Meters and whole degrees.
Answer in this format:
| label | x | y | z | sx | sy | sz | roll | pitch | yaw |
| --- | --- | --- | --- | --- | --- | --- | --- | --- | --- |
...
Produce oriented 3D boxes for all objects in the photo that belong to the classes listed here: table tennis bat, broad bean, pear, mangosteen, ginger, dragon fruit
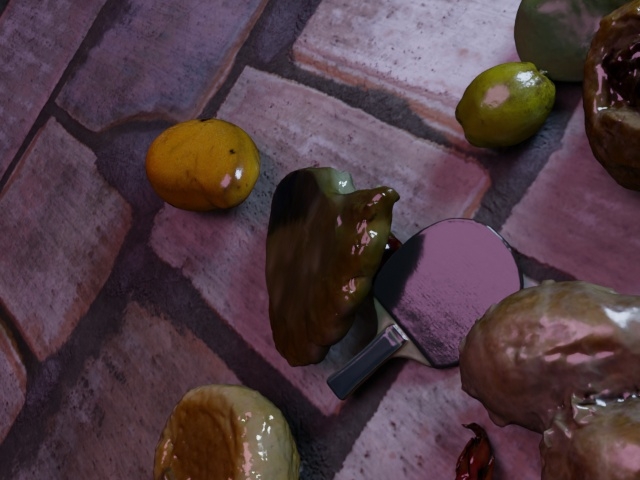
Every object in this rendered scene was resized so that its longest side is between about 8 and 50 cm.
| label | x | y | z | sx | sy | sz | roll | pitch | yaw |
| --- | --- | --- | --- | --- | --- | --- | --- | --- | --- |
| table tennis bat | 0.124 | 0.102 | 0.922 | 0.301 | 0.022 | 0.173 | -45 | 69 | 15 |
| broad bean | 0.348 | -0.294 | 0.902 | 0.228 | 0.100 | 0.169 | -36 | 65 | 30 |
| pear | 0.241 | -0.178 | 0.939 | 0.131 | 0.107 | 0.107 | -35 | 51 | 16 |
| mangosteen | 0.080 | 0.022 | 0.991 | 0.081 | 0.081 | 0.080 | -18 | 59 | 33 |
| ginger | 0.267 | 0.186 | 0.706 | 0.245 | 0.155 | 0.303 | -26 | 54 | 26 |
| dragon fruit | 0.163 | 0.295 | 0.794 | 0.094 | 0.094 | 0.190 | -25 | 47 | 29 |

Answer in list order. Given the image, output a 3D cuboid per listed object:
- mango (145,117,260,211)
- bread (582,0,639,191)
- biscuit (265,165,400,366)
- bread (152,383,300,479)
| label | x | y | z | sx | sy | sz | roll | pitch | yaw |
| --- | --- | --- | --- | --- | --- | --- | --- | --- | --- |
| mango | -0.199 | -0.128 | 1.269 | 0.295 | 0.120 | 0.177 | 23 | 77 | 42 |
| bread | 0.371 | -0.162 | 0.762 | 0.230 | 0.123 | 0.229 | -7 | 82 | 63 |
| biscuit | 0.000 | 0.000 | 0.991 | 0.335 | 0.078 | 0.329 | -46 | 38 | 47 |
| bread | -0.125 | 0.317 | 0.986 | 0.245 | 0.134 | 0.244 | -19 | 59 | 36 |
